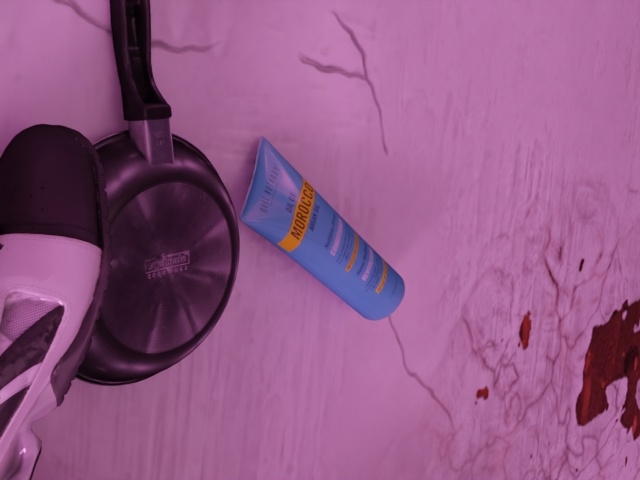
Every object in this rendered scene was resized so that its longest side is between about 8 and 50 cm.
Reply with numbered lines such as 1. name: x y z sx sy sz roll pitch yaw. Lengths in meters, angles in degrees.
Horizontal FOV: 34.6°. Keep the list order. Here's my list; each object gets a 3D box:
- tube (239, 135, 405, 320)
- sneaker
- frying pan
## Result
1. tube: 0.000 0.000 0.901 0.207 0.052 0.080 42 45 -41
2. sneaker: -0.226 0.064 0.592 0.146 0.122 0.331 30 65 -40
3. frying pan: -0.111 -0.046 0.769 0.197 0.053 0.326 20 86 -49
